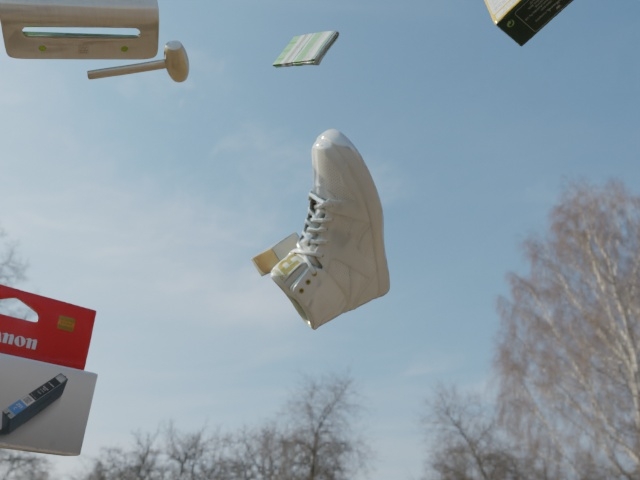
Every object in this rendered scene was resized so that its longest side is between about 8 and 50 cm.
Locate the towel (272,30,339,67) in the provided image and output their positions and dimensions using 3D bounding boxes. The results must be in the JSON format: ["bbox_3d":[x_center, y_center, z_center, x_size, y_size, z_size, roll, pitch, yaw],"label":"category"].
[{"bbox_3d":[-0.035,-0.457,1.573,0.152,0.113,0.023,10,-32,45],"label":"towel"}]

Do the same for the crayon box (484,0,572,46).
[{"bbox_3d":[0.388,-0.537,1.211,0.083,0.323,0.203,25,-49,-31],"label":"crayon box"}]

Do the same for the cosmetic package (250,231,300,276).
[{"bbox_3d":[-0.076,0.026,1.172,0.041,0.060,0.115,58,-28,-3],"label":"cosmetic package"}]

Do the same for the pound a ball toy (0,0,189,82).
[{"bbox_3d":[-0.413,-0.401,1.203,0.319,0.208,0.136,-5,-40,-20],"label":"pound a ball toy"}]

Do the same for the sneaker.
[{"bbox_3d":[0.000,0.000,0.944,0.169,0.108,0.293,-28,-57,-21],"label":"sneaker"}]

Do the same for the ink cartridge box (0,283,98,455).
[{"bbox_3d":[-0.510,0.195,1.053,0.296,0.261,0.066,23,-29,-37],"label":"ink cartridge box"}]
